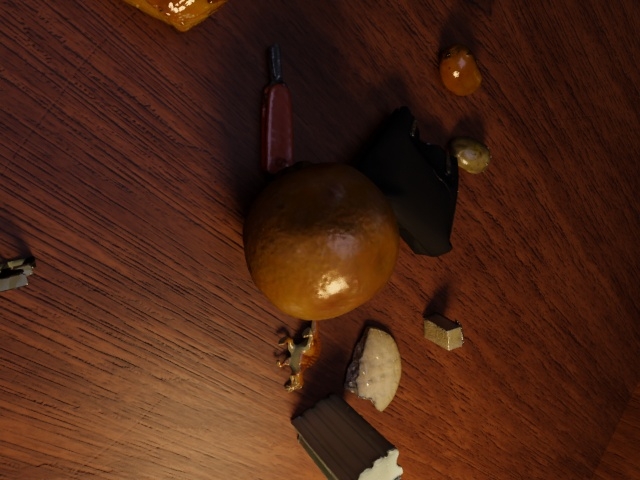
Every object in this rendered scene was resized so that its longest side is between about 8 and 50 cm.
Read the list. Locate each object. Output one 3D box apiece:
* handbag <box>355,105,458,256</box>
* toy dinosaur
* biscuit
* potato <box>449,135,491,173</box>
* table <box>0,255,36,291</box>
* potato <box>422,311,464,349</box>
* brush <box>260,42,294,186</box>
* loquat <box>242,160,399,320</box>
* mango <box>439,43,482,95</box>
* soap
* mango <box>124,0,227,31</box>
[{"bbox_3d":[0.228,-0.152,1.078,0.342,0.152,0.287,34,70,-34],"label":"handbag"},{"bbox_3d":[-0.028,0.268,1.053,0.212,0.057,0.142,-43,128,-16],"label":"toy dinosaur"},{"bbox_3d":[0.148,0.358,1.179,0.188,0.040,0.265,-24,110,-27],"label":"biscuit"},{"bbox_3d":[0.424,-0.240,1.211,0.138,0.070,0.091,20,88,-31],"label":"potato"},{"bbox_3d":[-0.541,0.087,0.667,0.175,0.146,0.062,-15,105,-26],"label":"table"},{"bbox_3d":[0.351,0.259,1.232,0.061,0.122,0.086,-16,106,-20],"label":"potato"},{"bbox_3d":[-0.094,-0.251,0.920,0.070,0.051,0.323,-7,102,-26],"label":"brush"},{"bbox_3d":[0.000,0.000,0.868,0.329,0.328,0.328,-6,102,-29],"label":"loquat"},{"bbox_3d":[0.378,-0.444,1.140,0.159,0.084,0.105,32,88,-30],"label":"mango"},{"bbox_3d":[0.059,0.492,1.023,0.150,0.261,0.094,-28,115,-23],"label":"soap"},{"bbox_3d":[-0.307,-0.499,0.690,0.350,0.201,0.199,46,39,-20],"label":"mango"}]
